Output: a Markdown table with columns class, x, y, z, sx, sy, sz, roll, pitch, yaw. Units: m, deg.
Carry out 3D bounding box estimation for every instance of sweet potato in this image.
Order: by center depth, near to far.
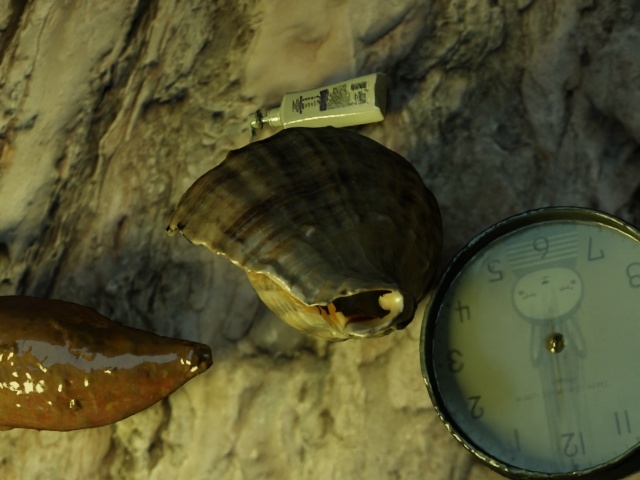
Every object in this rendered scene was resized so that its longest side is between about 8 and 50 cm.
| class | x | y | z | sx | sy | sz | roll | pitch | yaw |
| --- | --- | --- | --- | --- | --- | --- | --- | --- | --- |
| sweet potato | -0.248 | 0.107 | 1.084 | 0.336 | 0.131 | 0.131 | -12 | 56 | 17 |

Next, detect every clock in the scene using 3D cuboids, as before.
| class | x | y | z | sx | sy | sz | roll | pitch | yaw |
| --- | --- | --- | --- | --- | --- | --- | --- | --- | --- |
| clock | 0.178 | 0.078 | 0.930 | 0.214 | 0.042 | 0.215 | -8 | 70 | 22 |

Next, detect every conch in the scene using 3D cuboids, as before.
| class | x | y | z | sx | sy | sz | roll | pitch | yaw |
| --- | --- | --- | --- | --- | --- | --- | --- | --- | --- |
| conch | 0.008 | -0.013 | 0.954 | 0.159 | 0.210 | 0.291 | -56 | 14 | -7 |

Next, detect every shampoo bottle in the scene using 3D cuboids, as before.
| class | x | y | z | sx | sy | sz | roll | pitch | yaw |
| --- | --- | --- | --- | --- | --- | --- | --- | --- | --- |
| shampoo bottle | -0.004 | -0.125 | 1.172 | 0.141 | 0.034 | 0.049 | -8 | 64 | 21 |
